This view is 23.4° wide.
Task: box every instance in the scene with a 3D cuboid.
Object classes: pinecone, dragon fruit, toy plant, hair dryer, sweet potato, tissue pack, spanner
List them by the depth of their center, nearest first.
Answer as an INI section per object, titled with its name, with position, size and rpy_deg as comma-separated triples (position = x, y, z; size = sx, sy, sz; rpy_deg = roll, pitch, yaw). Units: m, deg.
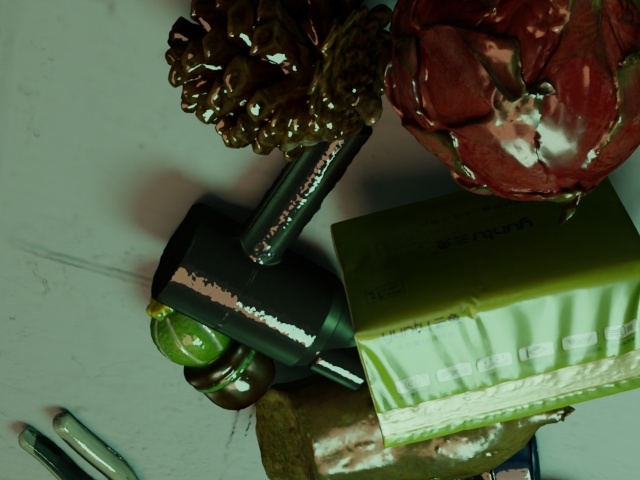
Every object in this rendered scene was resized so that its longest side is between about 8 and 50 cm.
[dragon fruit]
position = 0.172, -0.154, 1.304
size = 0.245, 0.244, 0.299
rpy_deg = 7, 151, 5
[pinecone]
position = -0.044, -0.159, 1.389
size = 0.212, 0.168, 0.185
rpy_deg = 3, 149, 13
[tissue pack]
position = 0.165, 0.056, 1.471
size = 0.275, 0.200, 0.167
rpy_deg = -15, 123, 2
[hair dryer]
position = 0.000, 0.000, 1.584
size = 0.244, 0.116, 0.302
rpy_deg = 26, 124, -16
[toy plant]
position = -0.126, 0.114, 1.710
size = 0.093, 0.092, 0.162
rpy_deg = -25, 123, 30
[sweet potato]
position = 0.098, 0.202, 1.716
size = 0.370, 0.157, 0.157
rpy_deg = -10, 129, 10
[spanner]
position = -0.248, 0.332, 1.968
size = 0.096, 0.040, 0.325
rpy_deg = -24, 122, 30

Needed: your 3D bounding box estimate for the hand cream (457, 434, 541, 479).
[hand cream]
position = 0.122, 0.270, 1.819
size = 0.271, 0.061, 0.120
rpy_deg = -4, 106, 20
